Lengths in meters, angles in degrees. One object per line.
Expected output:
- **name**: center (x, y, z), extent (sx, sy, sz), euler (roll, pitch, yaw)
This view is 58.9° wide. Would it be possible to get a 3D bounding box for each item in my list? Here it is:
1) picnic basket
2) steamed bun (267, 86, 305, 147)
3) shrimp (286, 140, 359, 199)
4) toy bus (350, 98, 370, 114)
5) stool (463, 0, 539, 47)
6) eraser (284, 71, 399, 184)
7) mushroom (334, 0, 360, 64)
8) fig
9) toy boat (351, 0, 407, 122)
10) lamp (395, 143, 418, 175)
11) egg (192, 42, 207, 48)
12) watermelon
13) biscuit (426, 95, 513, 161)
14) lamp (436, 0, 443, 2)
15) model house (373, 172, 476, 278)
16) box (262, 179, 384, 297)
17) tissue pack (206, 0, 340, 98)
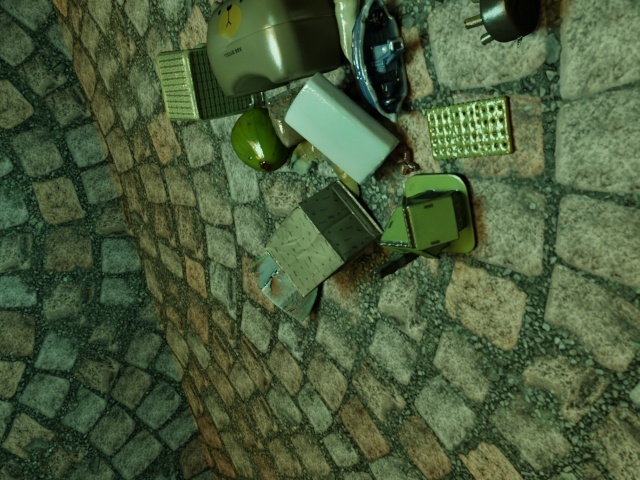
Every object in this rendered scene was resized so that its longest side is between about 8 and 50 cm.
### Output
- **picnic basket**: center (-0.339, -0.520, 1.842), extent (0.175, 0.313, 0.227), euler (10, 115, 39)
- **steamed bun**: center (-0.081, -0.381, 1.715), extent (0.175, 0.145, 0.106), euler (65, -178, 25)
- **shrimp**: center (0.021, -0.236, 1.754), extent (0.287, 0.068, 0.185), euler (33, 137, 24)
- **toy bus**: center (0.064, -0.373, 1.619), extent (0.172, 0.057, 0.072), euler (30, 126, 38)
- **stool**: center (0.363, -0.489, 1.129), extent (0.121, 0.125, 0.217), euler (5, 102, 52)
- **eraser**: center (0.054, -0.296, 1.539), extent (0.290, 0.104, 0.189), euler (40, 150, -3)
- **mushroom**: center (0.081, -0.571, 1.489), extent (0.071, 0.084, 0.209), euler (-88, -11, -63)
- **fig**: center (-0.192, -0.312, 1.833), extent (0.225, 0.203, 0.203), euler (-94, 17, -46)
- **toy boat**: center (0.155, -0.445, 1.400), extent (0.142, 0.129, 0.309), euler (22, 127, 62)
- **lamp**: center (0.226, -0.218, 1.518), extent (0.063, 0.031, 0.083), euler (-15, 92, 53)
- **egg**: center (-0.426, -0.648, 2.049), extent (0.103, 0.103, 0.135), euler (51, 140, 22)
- **watermelon**: center (-0.139, 0.172, 2.027), extent (0.320, 0.214, 0.289), euler (-6, 105, 41)
- **biscuit**: center (0.350, -0.260, 1.352), extent (0.232, 0.016, 0.139), euler (5, 111, 50)
- **lamp**: center (0.270, -0.613, 1.173), extent (0.121, 0.121, 0.214), euler (45, 127, 27)
- **model house**: center (0.224, -0.031, 1.413), extent (0.205, 0.279, 0.218), euler (3, 112, 49)
- **box**: center (0.000, 0.000, 1.751), extent (0.225, 0.190, 0.297), euler (51, 141, 5)
- **tissue pack**: center (-0.141, -0.569, 1.593), extent (0.387, 0.267, 0.276), euler (4, 110, 51)
